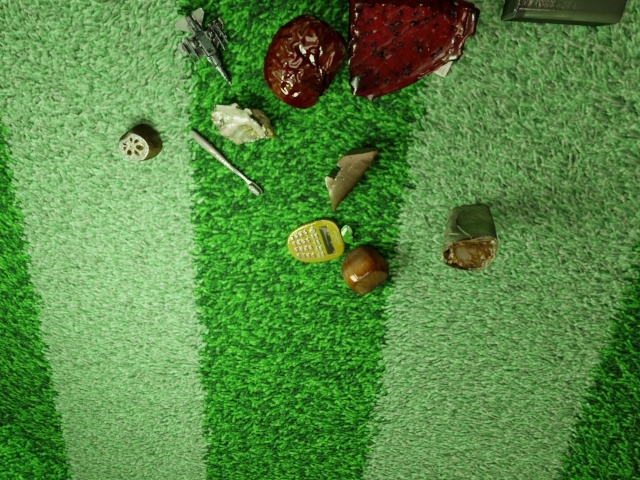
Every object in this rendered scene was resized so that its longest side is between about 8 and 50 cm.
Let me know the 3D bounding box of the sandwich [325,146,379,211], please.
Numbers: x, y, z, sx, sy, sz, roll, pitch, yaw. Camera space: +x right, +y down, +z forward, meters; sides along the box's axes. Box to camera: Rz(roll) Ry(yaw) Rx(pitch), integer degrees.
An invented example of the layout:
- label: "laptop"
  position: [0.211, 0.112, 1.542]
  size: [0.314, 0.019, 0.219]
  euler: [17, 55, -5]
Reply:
- label: "sandwich"
  position: [0.077, -0.208, 1.416]
  size: [0.088, 0.090, 0.244]
  euler: [34, 117, -8]

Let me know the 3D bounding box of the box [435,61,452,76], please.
- label: "box"
  position: [0.319, -0.495, 1.286]
  size: [0.083, 0.024, 0.054]
  euler: [25, 116, -1]

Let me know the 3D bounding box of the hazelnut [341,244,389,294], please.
- label: "hazelnut"
  position: [0.142, 0.094, 1.512]
  size: [0.150, 0.150, 0.150]
  euler: [4, 112, 10]

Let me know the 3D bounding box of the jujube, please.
- label: "jujube"
  position: [-0.050, -0.486, 1.261]
  size: [0.213, 0.213, 0.232]
  euler: [33, 117, -3]

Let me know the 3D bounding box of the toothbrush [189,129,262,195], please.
- label: "toothbrush"
  position: [-0.309, -0.252, 1.507]
  size: [0.307, 0.029, 0.025]
  euler: [42, 119, -6]

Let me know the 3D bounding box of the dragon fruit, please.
- label: "dragon fruit"
  position: [0.226, -0.558, 1.242]
  size: [0.329, 0.228, 0.286]
  euler: [-5, 138, -2]

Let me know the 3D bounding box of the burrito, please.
- label: "burrito"
  position: [0.423, -0.012, 1.316]
  size: [0.143, 0.299, 0.105]
  euler: [9, 118, 14]

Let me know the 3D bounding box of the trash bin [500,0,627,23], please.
- label: "trash bin"
  position: [0.586, -0.588, 1.119]
  size: [0.241, 0.164, 0.122]
  euler: [9, 113, 7]

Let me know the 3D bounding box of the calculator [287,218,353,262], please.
- label: "calculator"
  position: [0.000, 0.000, 1.546]
  size: [0.235, 0.032, 0.146]
  euler: [-13, 109, 18]

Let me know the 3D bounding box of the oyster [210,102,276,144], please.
- label: "oyster"
  position: [-0.242, -0.369, 1.432]
  size: [0.209, 0.072, 0.132]
  euler: [1, 120, 32]

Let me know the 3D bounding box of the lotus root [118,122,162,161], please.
- label: "lotus root"
  position: [-0.589, -0.313, 1.518]
  size: [0.122, 0.081, 0.112]
  euler: [-26, 112, 20]

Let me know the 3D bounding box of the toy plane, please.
- label: "toy plane"
  position: [-0.330, -0.568, 1.360]
  size: [0.160, 0.082, 0.234]
  euler: [-35, 103, -5]
